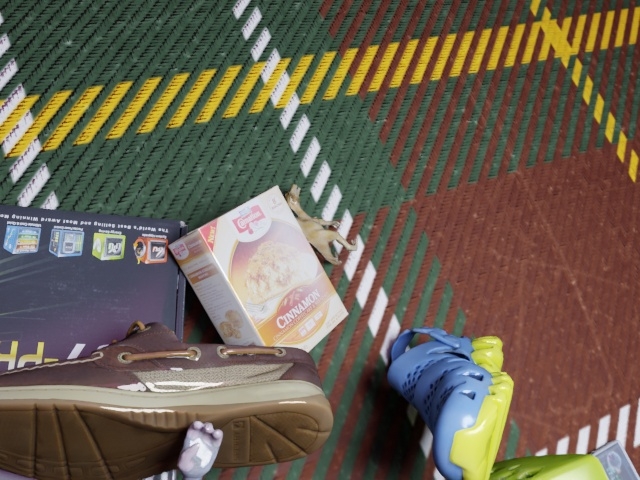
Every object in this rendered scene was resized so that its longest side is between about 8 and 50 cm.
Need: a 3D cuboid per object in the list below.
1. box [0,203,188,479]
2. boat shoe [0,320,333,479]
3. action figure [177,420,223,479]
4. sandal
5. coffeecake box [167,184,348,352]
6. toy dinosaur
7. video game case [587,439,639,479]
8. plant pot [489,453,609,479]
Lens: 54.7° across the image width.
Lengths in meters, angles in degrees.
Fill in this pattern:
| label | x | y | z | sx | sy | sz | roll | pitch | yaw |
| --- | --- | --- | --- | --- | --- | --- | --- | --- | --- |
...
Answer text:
| label | x | y | z | sx | sy | sz | roll | pitch | yaw |
| --- | --- | --- | --- | --- | --- | --- | --- | --- | --- |
| box | -0.346 | 0.119 | 0.643 | 0.394 | 0.097 | 0.319 | 6 | 67 | -18 |
| boat shoe | -0.163 | 0.145 | 0.598 | 0.341 | 0.123 | 0.123 | -1 | 38 | -11 |
| action figure | -0.117 | 0.342 | 0.555 | 0.370 | 0.276 | 0.248 | 31 | 55 | 6 |
| sandal | 0.138 | 0.174 | 0.707 | 0.138 | 0.317 | 0.126 | 16 | 95 | 10 |
| coffeecake box | -0.068 | 0.049 | 0.733 | 0.142 | 0.068 | 0.186 | -36 | 100 | -47 |
| toy dinosaur | 0.000 | 0.000 | 0.813 | 0.092 | 0.053 | 0.183 | 24 | 23 | -39 |
| video game case | 0.376 | 0.385 | 0.808 | 0.173 | 0.022 | 0.191 | -17 | 73 | -25 |
| plant pot | 0.184 | 0.365 | 0.644 | 0.207 | 0.227 | 0.228 | -10 | 71 | -16 |
